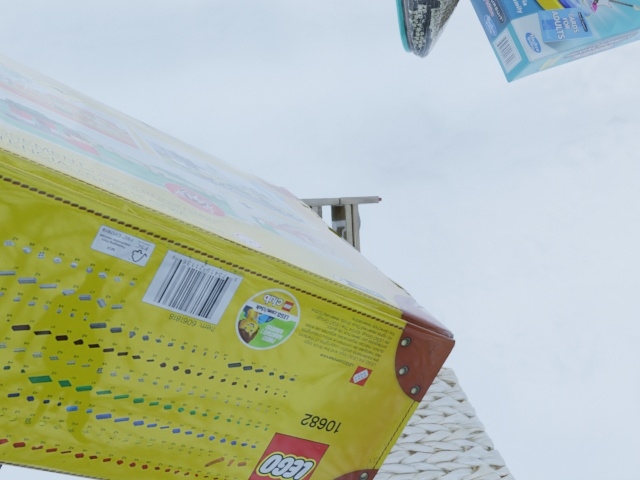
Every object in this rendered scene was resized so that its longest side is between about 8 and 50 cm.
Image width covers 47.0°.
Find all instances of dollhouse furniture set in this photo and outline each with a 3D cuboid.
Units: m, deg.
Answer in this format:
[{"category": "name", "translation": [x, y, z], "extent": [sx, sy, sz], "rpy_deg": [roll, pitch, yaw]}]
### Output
[{"category": "dollhouse furniture set", "translation": [0.000, 0.000, 1.117], "extent": [0.129, 0.184, 0.129], "rpy_deg": [-3, 92, -21]}]

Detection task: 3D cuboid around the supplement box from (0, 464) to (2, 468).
[{"category": "supplement box", "translation": [-0.354, 0.235, 0.559], "extent": [0.239, 0.130, 0.073], "rpy_deg": [-63, 149, -5]}]

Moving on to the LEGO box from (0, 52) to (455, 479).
[{"category": "LEGO box", "translation": [-0.198, 0.005, 0.611], "extent": [0.500, 0.372, 0.193], "rpy_deg": [24, 100, -33]}]

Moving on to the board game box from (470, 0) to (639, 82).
[{"category": "board game box", "translation": [0.408, -0.429, 1.206], "extent": [0.336, 0.079, 0.254], "rpy_deg": [-20, 82, -18]}]

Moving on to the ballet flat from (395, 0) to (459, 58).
[{"category": "ballet flat", "translation": [0.145, -0.495, 0.973], "extent": [0.182, 0.164, 0.483], "rpy_deg": [-10, 107, 20]}]

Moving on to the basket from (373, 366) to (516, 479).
[{"category": "basket", "translation": [0.022, 0.346, 0.881], "extent": [0.331, 0.266, 0.328], "rpy_deg": [3, 125, -20]}]
